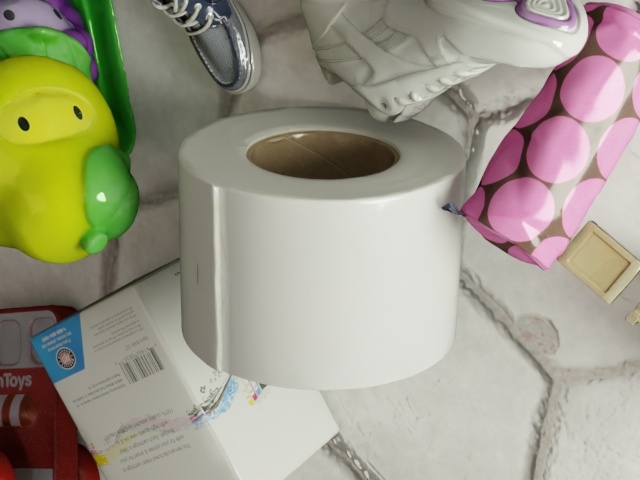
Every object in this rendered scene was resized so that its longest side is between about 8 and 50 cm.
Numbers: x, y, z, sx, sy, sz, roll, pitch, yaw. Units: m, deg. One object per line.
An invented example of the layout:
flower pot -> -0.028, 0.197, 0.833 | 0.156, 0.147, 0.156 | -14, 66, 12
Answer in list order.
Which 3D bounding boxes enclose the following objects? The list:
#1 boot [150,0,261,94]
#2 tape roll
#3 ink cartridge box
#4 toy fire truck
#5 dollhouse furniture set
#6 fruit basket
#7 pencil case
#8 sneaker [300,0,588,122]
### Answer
boot -> -0.124, -0.217, 1.354 | 0.069, 0.086, 0.190 | -19, 97, 37
tape roll -> 0.000, 0.000, 1.261 | 0.246, 0.246, 0.169 | 14, 117, 29
ink cartridge box -> -0.131, 0.143, 1.452 | 0.171, 0.168, 0.232 | -25, 94, 38
toy fire truck -> -0.389, 0.201, 1.674 | 0.302, 0.169, 0.254 | -5, 82, 34
dollhouse furniture set -> 0.316, 0.014, 1.174 | 0.182, 0.101, 0.161 | 42, 102, 13
fruit basket -> -0.314, -0.128, 1.340 | 0.392, 0.392, 0.283 | 1, 109, 33
pencil case -> 0.191, -0.086, 1.156 | 0.095, 0.098, 0.209 | 32, 95, -17
sneaker -> 0.101, -0.165, 1.204 | 0.305, 0.114, 0.152 | 21, 128, 48
